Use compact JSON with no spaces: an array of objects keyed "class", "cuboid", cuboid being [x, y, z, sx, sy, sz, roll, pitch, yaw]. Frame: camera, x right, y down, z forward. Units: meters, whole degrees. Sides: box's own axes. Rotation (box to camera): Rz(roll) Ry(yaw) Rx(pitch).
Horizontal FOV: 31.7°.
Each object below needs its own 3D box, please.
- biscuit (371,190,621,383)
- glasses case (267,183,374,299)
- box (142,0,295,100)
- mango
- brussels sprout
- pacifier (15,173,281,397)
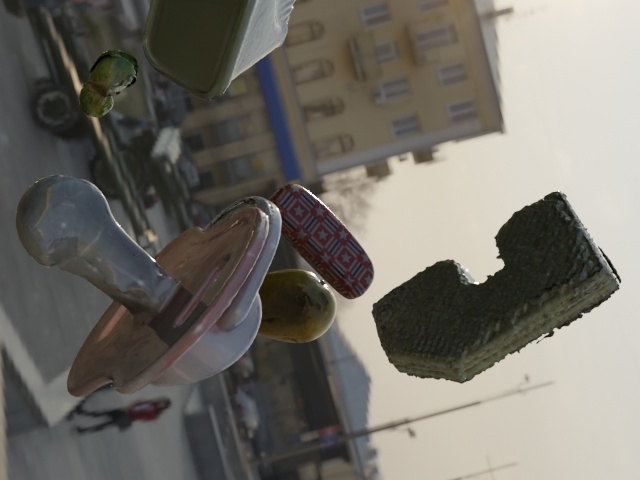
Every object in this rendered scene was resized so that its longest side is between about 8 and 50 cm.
[{"class":"biscuit","cuboid":[0.169,0.056,1.145,0.046,0.250,0.147,45,20,-37]},{"class":"glasses case","cuboid":[0.000,0.000,1.607,0.194,0.073,0.049,47,-31,-14]},{"class":"box","cuboid":[-0.101,-0.327,1.373,0.178,0.138,0.274,-43,163,-50]},{"class":"mango","cuboid":[-0.068,0.123,2.058,0.098,0.195,0.137,-33,113,-83]},{"class":"brussels sprout","cuboid":[-0.230,-0.165,1.207,0.046,0.083,0.051,40,21,11]},{"class":"pacifier","cuboid":[-0.178,0.050,1.162,0.332,0.273,0.220,-15,-107,59]}]
